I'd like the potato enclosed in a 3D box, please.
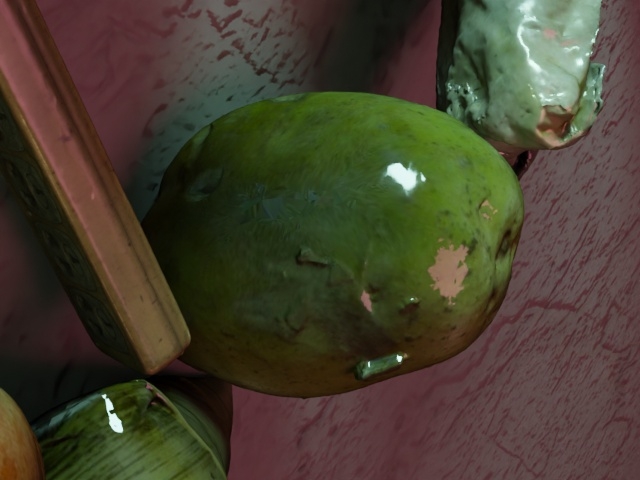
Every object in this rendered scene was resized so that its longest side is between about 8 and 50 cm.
[{"bbox_3d":[0.001,0.002,0.788,0.148,0.228,0.197,9,97,-72],"label":"potato"}]

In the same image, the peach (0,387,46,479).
[{"bbox_3d":[-0.250,0.136,0.548,0.257,0.232,0.232,-47,141,-22],"label":"peach"}]

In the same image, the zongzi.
[{"bbox_3d":[-0.169,0.194,0.802,0.274,0.145,0.300,-38,-177,4],"label":"zongzi"}]

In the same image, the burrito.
[{"bbox_3d":[0.139,-0.195,0.881,0.107,0.175,0.348,16,76,-24],"label":"burrito"}]

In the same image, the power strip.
[{"bbox_3d":[-0.143,-0.043,0.674,0.044,0.064,0.305,-40,127,-28],"label":"power strip"}]
